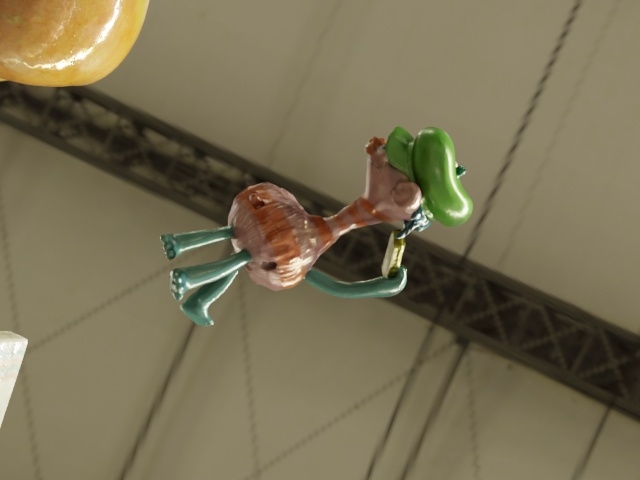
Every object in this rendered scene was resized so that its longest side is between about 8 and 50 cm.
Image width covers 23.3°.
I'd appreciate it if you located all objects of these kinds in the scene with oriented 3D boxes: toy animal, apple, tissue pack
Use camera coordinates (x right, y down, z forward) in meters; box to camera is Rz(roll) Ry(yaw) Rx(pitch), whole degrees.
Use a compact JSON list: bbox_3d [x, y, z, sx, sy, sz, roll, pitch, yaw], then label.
[{"bbox_3d":[0.000,0.000,1.019,0.208,0.100,0.103,-21,-88,0],"label":"toy animal"},{"bbox_3d":[-0.275,-0.238,1.397,0.253,0.253,0.254,-13,-114,31],"label":"apple"},{"bbox_3d":[-0.238,0.115,1.065,0.023,0.056,0.108,22,-82,24],"label":"tissue pack"}]
